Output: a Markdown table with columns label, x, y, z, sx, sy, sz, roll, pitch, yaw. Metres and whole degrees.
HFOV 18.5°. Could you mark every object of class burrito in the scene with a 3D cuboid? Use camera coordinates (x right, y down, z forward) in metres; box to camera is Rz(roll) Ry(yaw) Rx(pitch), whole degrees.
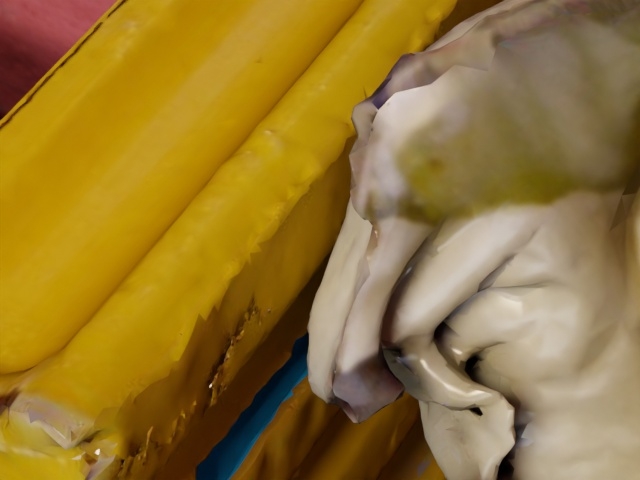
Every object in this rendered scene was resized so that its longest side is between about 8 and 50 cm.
| label | x | y | z | sx | sy | sz | roll | pitch | yaw |
| --- | --- | --- | --- | --- | --- | --- | --- | --- | --- |
| burrito | 0.154 | 0.039 | 0.502 | 0.332 | 0.135 | 0.190 | 42 | 113 | -13 |

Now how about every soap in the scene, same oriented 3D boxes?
| label | x | y | z | sx | sy | sz | roll | pitch | yaw |
| --- | --- | --- | --- | --- | --- | --- | --- | --- | --- |
| soap | 0.000 | 0.000 | 0.585 | 0.096 | 0.324 | 0.204 | 18 | 139 | 25 |
